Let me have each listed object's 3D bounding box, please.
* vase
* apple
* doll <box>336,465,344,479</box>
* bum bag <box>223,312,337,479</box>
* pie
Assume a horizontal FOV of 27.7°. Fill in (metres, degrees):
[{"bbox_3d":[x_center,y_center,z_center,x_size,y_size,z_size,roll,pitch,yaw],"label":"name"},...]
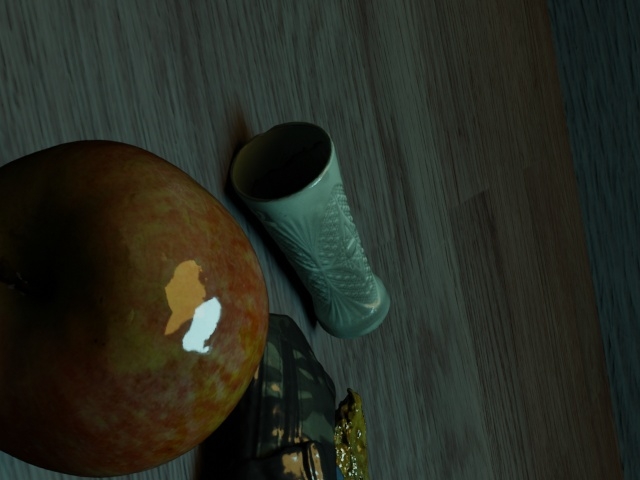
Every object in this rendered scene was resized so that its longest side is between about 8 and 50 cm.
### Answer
[{"bbox_3d":[0.000,0.000,1.199,0.219,0.096,0.096,64,28,-44],"label":"vase"},{"bbox_3d":[-0.123,0.040,0.734,0.174,0.188,0.188,35,50,-69],"label":"apple"},{"bbox_3d":[-0.010,0.216,1.150,0.083,0.050,0.076,60,35,-47],"label":"doll"},{"bbox_3d":[-0.034,0.217,1.028,0.144,0.095,0.340,34,48,-42],"label":"bum bag"},{"bbox_3d":[0.028,0.230,1.260,0.092,0.034,0.170,-24,111,-70],"label":"pie"}]
